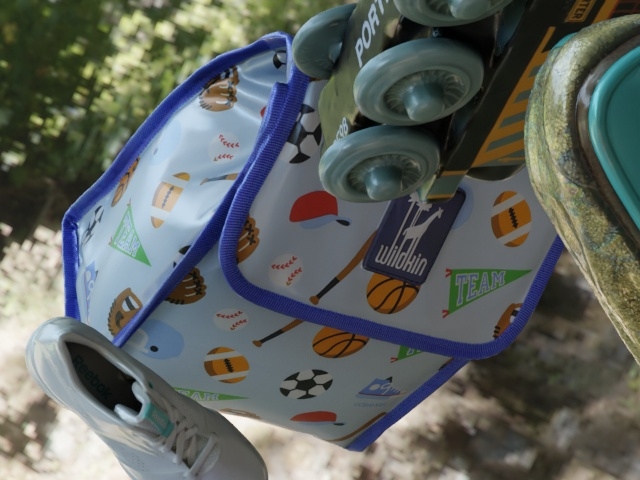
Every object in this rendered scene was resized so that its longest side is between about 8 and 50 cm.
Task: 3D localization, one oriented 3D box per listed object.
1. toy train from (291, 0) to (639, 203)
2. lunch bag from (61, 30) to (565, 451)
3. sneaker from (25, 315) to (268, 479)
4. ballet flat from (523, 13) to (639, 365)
[{"bbox_3d":[0.101,-0.135,0.938,0.190,0.142,0.334,-3,-31,-16],"label":"toy train"},{"bbox_3d":[0.000,0.000,1.376,0.328,0.239,0.385,17,-45,-33],"label":"lunch bag"},{"bbox_3d":[-0.122,0.134,1.151,0.080,0.212,0.094,-56,13,-15],"label":"sneaker"},{"bbox_3d":[0.199,0.052,0.725,0.123,0.123,0.348,-41,-76,-37],"label":"ballet flat"}]
